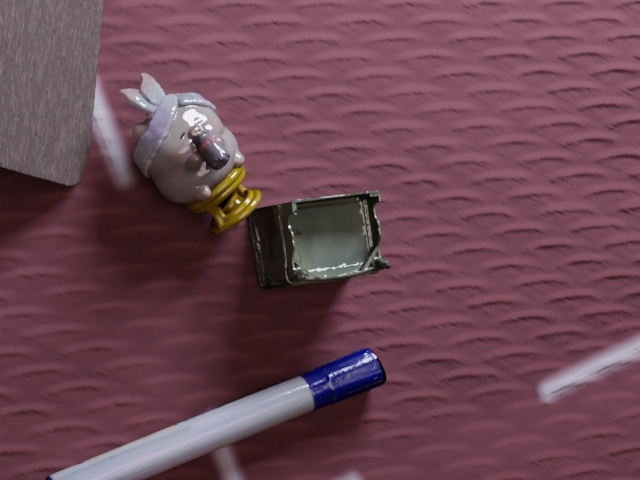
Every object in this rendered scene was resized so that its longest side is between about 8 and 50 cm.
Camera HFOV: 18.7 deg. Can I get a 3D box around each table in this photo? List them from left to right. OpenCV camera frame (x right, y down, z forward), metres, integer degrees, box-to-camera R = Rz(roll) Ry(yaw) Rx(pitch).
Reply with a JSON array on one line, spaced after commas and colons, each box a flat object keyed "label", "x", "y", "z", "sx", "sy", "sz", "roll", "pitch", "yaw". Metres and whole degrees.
[{"label": "table", "x": 0.000, "y": 0.000, "z": 1.438, "sx": 0.079, "sy": 0.083, "sz": 0.062, "roll": -8, "pitch": 89, "yaw": -22}]

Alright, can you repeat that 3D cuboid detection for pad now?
[{"label": "pad", "x": -0.195, "y": -0.178, "z": 1.351, "sx": 0.002, "sy": 0.176, "sz": 0.266, "roll": 2, "pitch": 85, "yaw": 24}]

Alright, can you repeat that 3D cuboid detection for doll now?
[{"label": "doll", "x": -0.093, "y": -0.066, "z": 1.406, "sx": 0.073, "sy": 0.084, "sz": 0.127, "roll": -45, "pitch": 109, "yaw": -18}]

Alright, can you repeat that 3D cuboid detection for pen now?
[{"label": "pen", "x": -0.075, "y": 0.139, "z": 1.430, "sx": 0.269, "sy": 0.033, "sz": 0.033, "roll": -21, "pitch": 94, "yaw": -20}]
